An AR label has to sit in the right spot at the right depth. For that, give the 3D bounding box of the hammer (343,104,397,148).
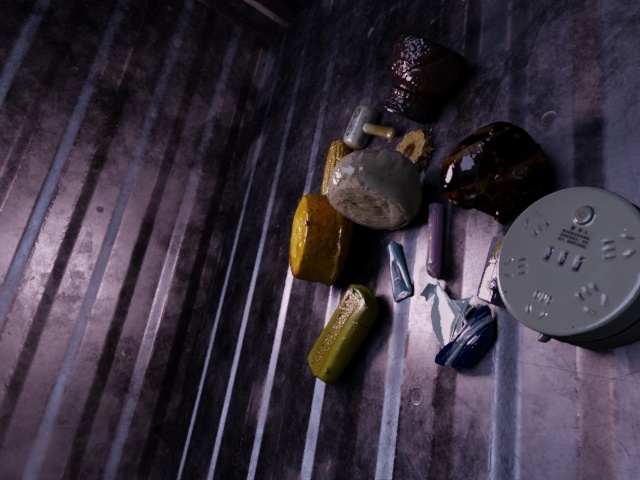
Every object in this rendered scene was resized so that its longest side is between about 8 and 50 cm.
[{"bbox_3d":[0.229,-0.480,1.947,0.305,0.113,0.202,29,99,54],"label":"hammer"}]

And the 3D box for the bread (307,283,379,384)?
[{"bbox_3d":[0.091,0.343,1.639,0.384,0.112,0.166,-61,35,13],"label":"bread"}]

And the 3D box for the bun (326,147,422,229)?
[{"bbox_3d":[0.197,-0.194,1.595,0.359,0.359,0.211,-15,53,54],"label":"bun"}]

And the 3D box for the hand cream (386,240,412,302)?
[{"bbox_3d":[0.269,0.100,1.583,0.083,0.048,0.225,-35,49,39],"label":"hand cream"}]

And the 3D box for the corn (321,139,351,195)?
[{"bbox_3d":[0.076,-0.304,2.048,0.130,0.130,0.347,-26,51,49],"label":"corn"}]

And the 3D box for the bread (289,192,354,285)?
[{"bbox_3d":[0.000,0.000,1.835,0.398,0.215,0.399,-172,90,-77],"label":"bread"}]

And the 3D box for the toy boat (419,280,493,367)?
[{"bbox_3d":[0.390,0.216,1.294,0.210,0.070,0.292,-38,39,37],"label":"toy boat"}]

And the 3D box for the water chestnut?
[{"bbox_3d":[0.476,-0.174,1.248,0.300,0.299,0.300,-35,44,43],"label":"water chestnut"}]

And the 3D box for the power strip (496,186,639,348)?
[{"bbox_3d":[0.570,0.072,1.003,0.357,0.161,0.358,-35,44,43],"label":"power strip"}]

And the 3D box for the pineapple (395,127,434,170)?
[{"bbox_3d":[0.348,-0.336,1.719,0.221,0.047,0.221,-37,42,41],"label":"pineapple"}]

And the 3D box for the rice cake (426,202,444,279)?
[{"bbox_3d":[0.372,-0.002,1.467,0.049,0.055,0.270,-17,55,47],"label":"rice cake"}]

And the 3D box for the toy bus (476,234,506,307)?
[{"bbox_3d":[0.483,0.082,1.232,0.075,0.064,0.191,7,77,64],"label":"toy bus"}]

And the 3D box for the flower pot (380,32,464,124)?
[{"bbox_3d":[0.357,-0.588,1.674,0.267,0.266,0.267,-67,30,21],"label":"flower pot"}]
